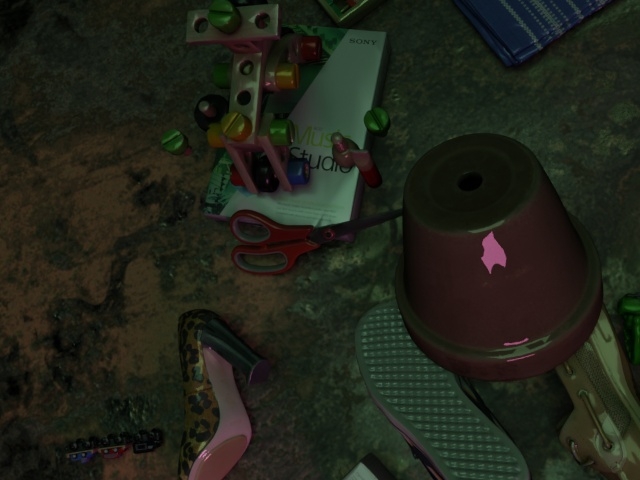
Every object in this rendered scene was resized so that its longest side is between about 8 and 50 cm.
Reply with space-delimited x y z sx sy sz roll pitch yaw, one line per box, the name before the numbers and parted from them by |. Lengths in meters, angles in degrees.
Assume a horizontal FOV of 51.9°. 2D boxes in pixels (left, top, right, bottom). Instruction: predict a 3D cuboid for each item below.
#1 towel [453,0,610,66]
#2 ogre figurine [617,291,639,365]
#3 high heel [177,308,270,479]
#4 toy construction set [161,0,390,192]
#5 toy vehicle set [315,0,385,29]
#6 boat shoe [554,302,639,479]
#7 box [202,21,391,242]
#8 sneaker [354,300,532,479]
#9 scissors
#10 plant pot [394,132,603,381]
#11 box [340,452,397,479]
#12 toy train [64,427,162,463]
towel | 0.357 -0.436 0.988 0.336 0.040 0.243 -34 72 3
ogre figurine | 0.453 0.151 0.815 0.118 0.197 0.096 -3 122 0
high heel | -0.184 0.239 0.971 0.186 0.093 0.261 31 100 39
toy construction set | -0.058 -0.187 0.866 0.309 0.237 0.257 30 88 16
toy vehicle set | 0.023 -0.485 1.068 0.166 0.035 0.267 -37 74 4
boat shoe | 0.351 0.232 0.819 0.110 0.121 0.341 -20 65 13
box | -0.034 -0.172 1.010 0.232 0.058 0.322 9 81 14
sneaker | 0.153 0.226 0.866 0.126 0.127 0.321 -32 49 -1
scissors | 0.000 0.000 0.944 0.297 0.021 0.109 -2 117 19
plant pot | 0.195 0.004 0.788 0.263 0.229 0.263 -13 50 16
box | 0.064 0.350 0.863 0.087 0.101 0.102 -45 73 1
toy train | -0.314 0.313 0.998 0.158 0.027 0.036 -10 88 10
